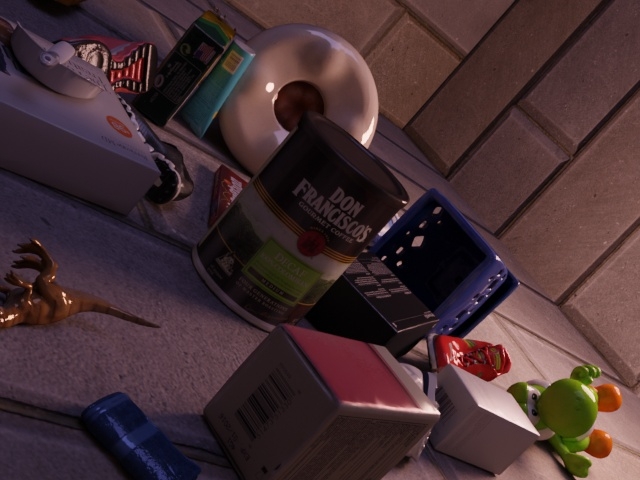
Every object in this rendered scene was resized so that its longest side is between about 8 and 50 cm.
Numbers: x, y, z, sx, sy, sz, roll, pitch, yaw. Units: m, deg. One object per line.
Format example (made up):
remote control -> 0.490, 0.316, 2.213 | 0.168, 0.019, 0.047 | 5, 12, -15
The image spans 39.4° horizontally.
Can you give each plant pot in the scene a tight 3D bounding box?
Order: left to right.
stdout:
plant pot -> 0.265, 0.071, 1.900 | 0.212, 0.236, 0.236 | 31, 17, -51

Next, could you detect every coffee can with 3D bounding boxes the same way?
coffee can -> -0.031, -0.026, 1.337 | 0.201, 0.275, 0.201 | 38, 16, -13

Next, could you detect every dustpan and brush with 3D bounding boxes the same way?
dustpan and brush -> -0.355, -0.237, 1.184 | 0.147, 0.060, 0.211 | 38, 16, -16

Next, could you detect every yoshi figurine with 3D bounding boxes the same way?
yoshi figurine -> 0.513, 0.352, 1.797 | 0.362, 0.203, 0.203 | 20, 33, -47

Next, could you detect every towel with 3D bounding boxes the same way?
towel -> -0.171, 0.196, 0.852 | 0.119, 0.029, 0.067 | 45, 16, 10

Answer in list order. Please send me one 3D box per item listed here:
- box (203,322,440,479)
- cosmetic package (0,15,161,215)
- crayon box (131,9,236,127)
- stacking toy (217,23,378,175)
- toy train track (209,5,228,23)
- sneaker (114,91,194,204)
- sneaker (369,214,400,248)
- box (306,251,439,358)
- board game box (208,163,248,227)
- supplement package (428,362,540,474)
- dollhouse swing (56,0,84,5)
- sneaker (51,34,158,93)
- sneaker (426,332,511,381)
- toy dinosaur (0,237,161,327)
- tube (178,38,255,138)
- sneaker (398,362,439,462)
box -> 0.006, 0.202, 1.040 | 0.232, 0.148, 0.127 | 21, 24, -54
cosmetic package -> -0.427, -0.205, 1.220 | 0.377, 0.097, 0.284 | 24, 26, -48
crayon box -> -0.271, -0.361, 1.830 | 0.081, 0.202, 0.318 | 38, 14, -12
stacking toy -> -0.092, -0.306, 2.087 | 0.350, 0.350, 0.480 | 37, -3, -15
toy train track -> -0.216, -0.487, 1.905 | 0.048, 0.014, 0.083 | 33, 14, -30
sneaker -> -0.284, -0.146, 1.445 | 0.234, 0.078, 0.106 | 50, 14, 17
sneaker -> 0.065, -0.115, 2.107 | 0.330, 0.130, 0.147 | 51, 16, 32
box -> 0.081, 0.116, 1.552 | 0.184, 0.103, 0.261 | 44, 15, 17
board game box -> -0.133, -0.046, 1.621 | 0.145, 0.027, 0.281 | 36, 16, -17
supplement package -> 0.254, 0.296, 1.469 | 0.179, 0.105, 0.105 | 29, 18, -36
dollhouse swing -> -0.591, -0.692, 1.837 | 0.305, 0.315, 0.347 | 19, 18, -6
sneaker -> -0.413, -0.300, 1.552 | 0.136, 0.116, 0.314 | 15, 15, 17
sneaker -> 0.281, 0.218, 1.667 | 0.279, 0.118, 0.107 | 11, 68, -60
toy dinosaur -> -0.280, 0.061, 0.936 | 0.211, 0.064, 0.112 | 0, 61, -54
tube -> -0.212, -0.312, 1.820 | 0.080, 0.207, 0.052 | 49, 21, 26
sneaker -> 0.120, 0.251, 1.344 | 0.095, 0.090, 0.235 | 27, 13, -3
